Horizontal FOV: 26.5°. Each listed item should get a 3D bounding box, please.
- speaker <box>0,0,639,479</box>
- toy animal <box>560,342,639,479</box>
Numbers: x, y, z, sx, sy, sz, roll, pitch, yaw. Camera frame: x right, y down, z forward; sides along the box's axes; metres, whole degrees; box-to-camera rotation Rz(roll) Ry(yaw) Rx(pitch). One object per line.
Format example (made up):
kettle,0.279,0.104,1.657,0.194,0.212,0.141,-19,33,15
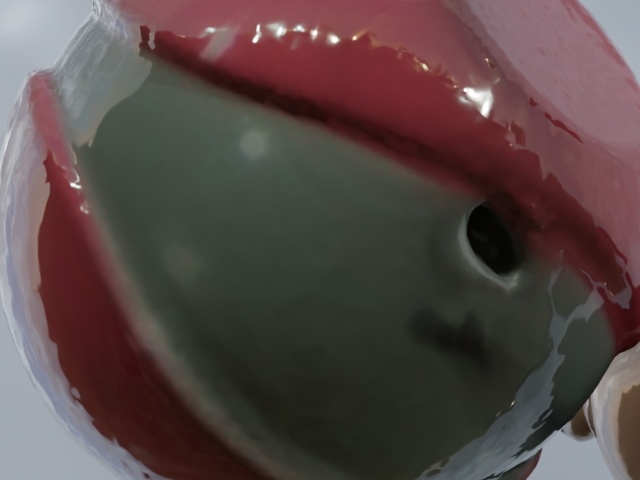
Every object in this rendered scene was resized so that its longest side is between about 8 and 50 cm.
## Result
speaker,0.000,0.000,0.604,0.294,0.294,0.294,8,-59,13
toy animal,0.268,0.138,0.731,0.195,0.256,0.213,25,-60,-39
